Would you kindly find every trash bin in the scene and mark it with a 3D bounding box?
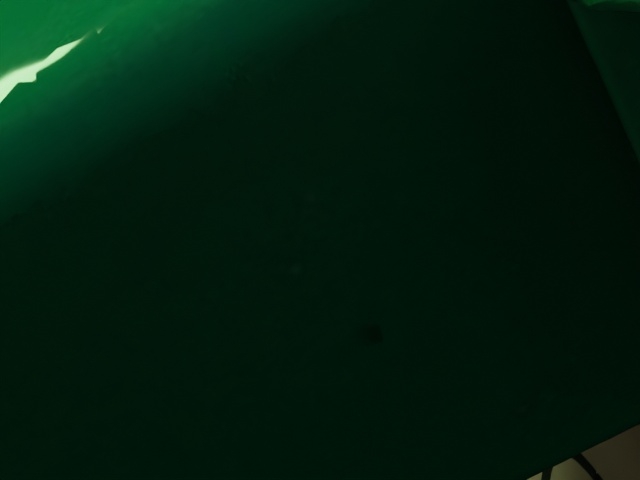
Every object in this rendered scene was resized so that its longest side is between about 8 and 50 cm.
[{"bbox_3d":[-0.050,-0.002,0.569,0.381,0.259,0.295,-33,38,1],"label":"trash bin"}]

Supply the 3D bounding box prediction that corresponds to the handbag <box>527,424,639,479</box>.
[{"bbox_3d":[0.150,0.102,0.689,0.116,0.179,0.205,-6,36,-19],"label":"handbag"}]
